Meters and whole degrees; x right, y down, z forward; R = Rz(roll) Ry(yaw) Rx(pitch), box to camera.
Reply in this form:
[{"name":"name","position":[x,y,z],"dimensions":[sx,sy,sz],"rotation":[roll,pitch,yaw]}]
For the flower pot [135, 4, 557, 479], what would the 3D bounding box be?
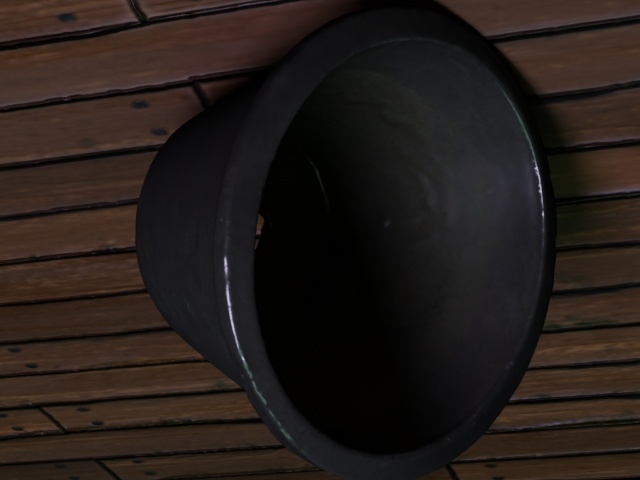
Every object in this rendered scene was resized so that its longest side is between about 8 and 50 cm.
[{"name":"flower pot","position":[0.000,0.000,0.944],"dimensions":[0.269,0.269,0.166],"rotation":[31,162,-38]}]
